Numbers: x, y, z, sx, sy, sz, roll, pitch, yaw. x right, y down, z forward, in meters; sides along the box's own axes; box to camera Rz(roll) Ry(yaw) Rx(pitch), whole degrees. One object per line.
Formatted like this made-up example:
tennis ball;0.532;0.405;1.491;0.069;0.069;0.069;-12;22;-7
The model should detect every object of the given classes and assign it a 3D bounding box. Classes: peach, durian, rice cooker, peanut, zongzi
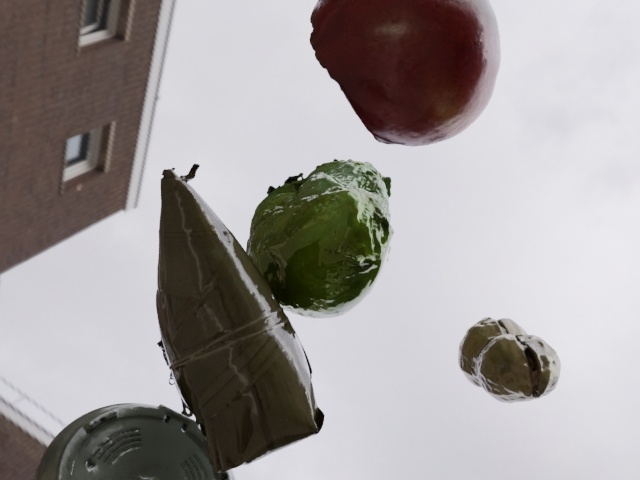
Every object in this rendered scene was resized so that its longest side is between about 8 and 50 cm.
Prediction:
peach;0.078;-0.186;0.828;0.193;0.190;0.190;-1;-62;-10
durian;0.000;0.000;1.249;0.205;0.339;0.255;27;-71;-9
rice cooker;-0.320;0.453;1.304;0.335;0.335;0.325;39;-51;9
peanut;0.297;0.191;1.325;0.130;0.290;0.130;0;-88;-5
zongzi;-0.172;0.089;1.201;0.447;0.182;0.418;13;-56;69
